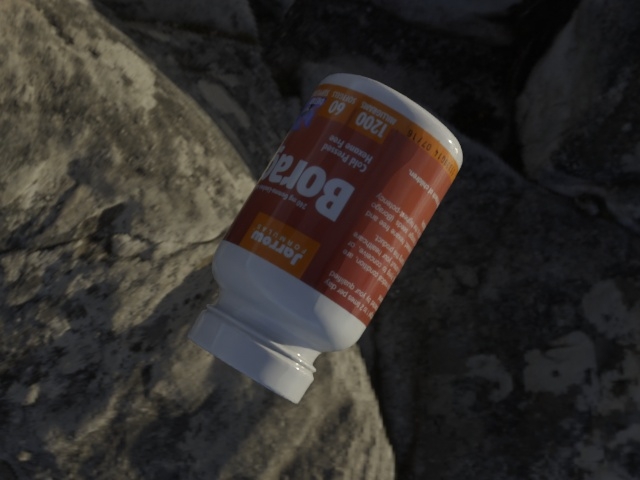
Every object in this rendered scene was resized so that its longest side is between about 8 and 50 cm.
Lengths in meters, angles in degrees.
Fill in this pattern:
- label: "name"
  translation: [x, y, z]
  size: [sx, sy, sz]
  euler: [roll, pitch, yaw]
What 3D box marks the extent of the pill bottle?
- label: "pill bottle"
  translation: [0.000, 0.000, 0.694]
  size: [0.121, 0.121, 0.216]
  euler: [33, 81, -17]
